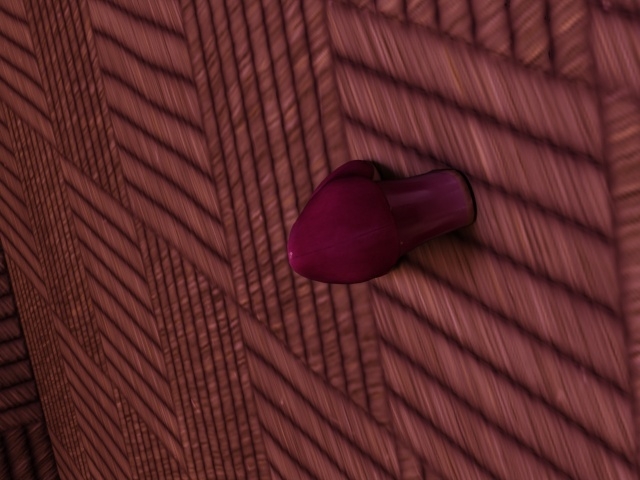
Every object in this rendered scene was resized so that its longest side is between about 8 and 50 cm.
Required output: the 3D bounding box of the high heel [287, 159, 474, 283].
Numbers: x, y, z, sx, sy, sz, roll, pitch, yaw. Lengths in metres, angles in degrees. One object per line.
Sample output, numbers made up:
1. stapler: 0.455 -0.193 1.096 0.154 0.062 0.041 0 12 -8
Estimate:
1. high heel: 0.000 0.000 1.012 0.244 0.117 0.082 -178 72 -70
